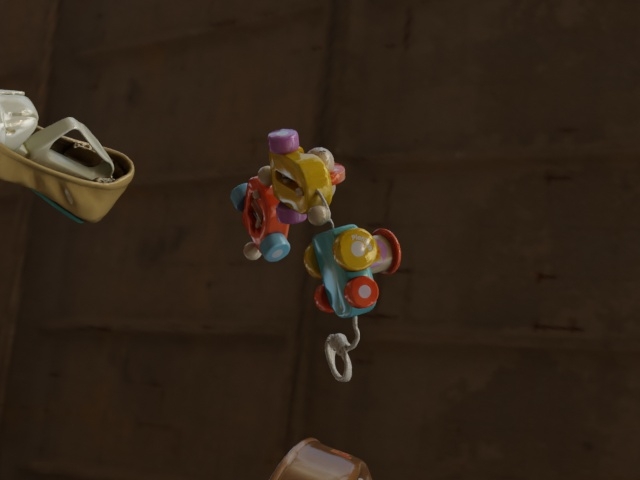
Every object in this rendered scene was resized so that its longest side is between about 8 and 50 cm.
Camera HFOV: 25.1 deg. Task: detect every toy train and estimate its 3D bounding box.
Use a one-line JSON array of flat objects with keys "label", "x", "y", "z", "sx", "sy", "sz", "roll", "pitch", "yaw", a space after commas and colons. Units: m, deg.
[{"label": "toy train", "x": 0.000, "y": 0.000, "z": 0.888, "sx": 0.166, "sy": 0.046, "sz": 0.125, "roll": 56, "pitch": -29, "yaw": 36}]

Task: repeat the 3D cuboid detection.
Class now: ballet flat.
[{"label": "ballet flat", "x": -0.235, "y": -0.082, "z": 1.135, "sx": 0.073, "sy": 0.232, "sz": 0.080, "roll": -38, "pitch": -122, "yaw": 15}]

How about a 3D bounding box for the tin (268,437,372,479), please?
[{"label": "tin", "x": -0.024, "y": 0.185, "z": 0.662, "sx": 0.040, "sy": 0.106, "sz": 0.189, "roll": 19, "pitch": -104, "yaw": 13}]
